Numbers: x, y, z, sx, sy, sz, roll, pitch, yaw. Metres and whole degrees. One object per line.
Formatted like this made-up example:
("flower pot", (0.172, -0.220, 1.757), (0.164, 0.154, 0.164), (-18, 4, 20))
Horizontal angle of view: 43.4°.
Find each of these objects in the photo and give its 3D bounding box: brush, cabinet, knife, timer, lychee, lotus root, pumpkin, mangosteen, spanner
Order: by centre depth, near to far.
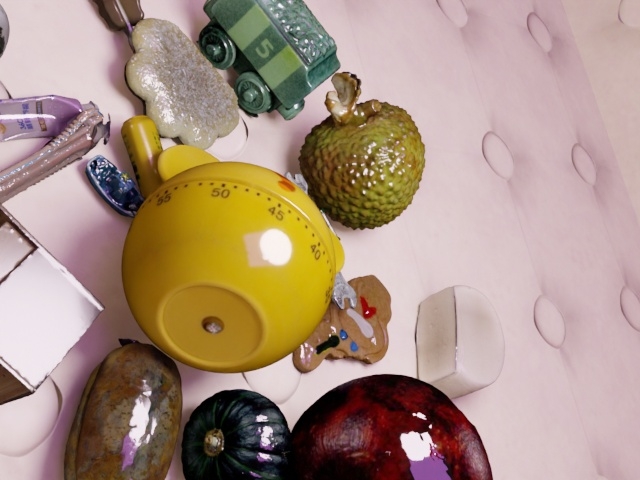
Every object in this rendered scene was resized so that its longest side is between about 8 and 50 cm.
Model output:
("cabinet", (-0.466, 0.095, 1.146), (0.215, 0.148, 0.174), (50, 45, -19))
("lotus root", (-0.290, 0.288, 1.213), (0.160, 0.152, 0.274), (32, 52, -34))
("knife", (-0.479, -0.116, 1.292), (0.043, 0.089, 0.365), (24, 43, 22))
("pumpkin", (-0.139, 0.337, 1.301), (0.140, 0.202, 0.202), (29, 51, -52))
("timer", (-0.138, 0.022, 1.320), (0.376, 0.376, 0.387), (43, 31, -20))
("mangosteen", (0.103, 0.428, 1.395), (0.381, 0.421, 0.380), (0, 75, -1))
("brush", (-0.363, -0.392, 1.545), (0.084, 0.071, 0.301), (-29, 101, -31))
("spanner", (0.000, 0.000, 1.600), (0.071, 0.017, 0.301), (-18, 83, -49))
("lychee", (0.091, -0.170, 1.689), (0.270, 0.320, 0.269), (3, 58, -5))

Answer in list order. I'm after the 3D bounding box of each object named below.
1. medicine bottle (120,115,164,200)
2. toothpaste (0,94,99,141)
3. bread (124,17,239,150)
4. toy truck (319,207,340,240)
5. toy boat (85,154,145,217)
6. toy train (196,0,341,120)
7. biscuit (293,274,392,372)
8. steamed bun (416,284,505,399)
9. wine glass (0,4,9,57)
("medicine bottle", (-0.292, -0.094, 1.447), (0.064, 0.095, 0.260), (-19, 91, -9))
("toothpaste", (-0.505, -0.203, 1.325), (0.301, 0.048, 0.075), (-15, 85, -43))
("bread", (-0.267, -0.281, 1.544), (0.286, 0.056, 0.207), (43, 51, -35))
("toy truck", (-0.085, 0.006, 1.588), (0.259, 0.088, 0.121), (-31, 94, -48))
("toy boat", (-0.351, -0.091, 1.401), (0.137, 0.061, 0.060), (53, 44, -12))
("toy train", (-0.108, -0.401, 1.652), (0.299, 0.238, 0.167), (51, 48, -11))
("biscuit", (0.055, 0.181, 1.669), (0.320, 0.047, 0.183), (-18, 81, -45))
("steamed bun", (0.318, 0.236, 1.811), (0.164, 0.146, 0.241), (23, 55, -31))
("wine glass", (-0.557, -0.380, 1.296), (0.143, 0.143, 0.321), (27, 56, -32))
